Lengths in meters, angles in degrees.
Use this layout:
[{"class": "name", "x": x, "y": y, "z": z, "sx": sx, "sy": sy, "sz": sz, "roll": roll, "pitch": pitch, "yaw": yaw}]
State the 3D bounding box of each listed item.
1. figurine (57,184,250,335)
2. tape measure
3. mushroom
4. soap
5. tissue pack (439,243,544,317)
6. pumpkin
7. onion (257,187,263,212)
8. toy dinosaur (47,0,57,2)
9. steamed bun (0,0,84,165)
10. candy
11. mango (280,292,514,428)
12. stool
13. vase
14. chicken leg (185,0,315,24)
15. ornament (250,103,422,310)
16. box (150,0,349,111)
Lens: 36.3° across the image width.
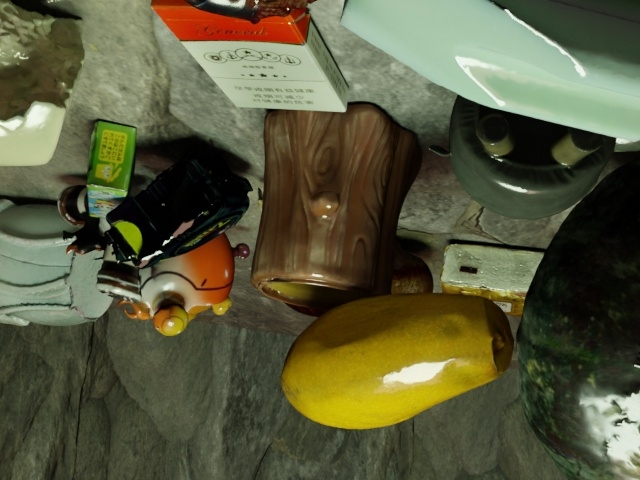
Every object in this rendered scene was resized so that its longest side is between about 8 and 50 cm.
[{"class": "figurine", "x": -0.272, "y": 0.024, "z": 1.663, "sx": 0.196, "sy": 0.320, "sz": 0.323, "roll": -42, "pitch": 146, "yaw": 12}, {"class": "tape measure", "x": -0.198, "y": -0.045, "z": 1.404, "sx": 0.199, "sy": 0.112, "sz": 0.186, "roll": -32, "pitch": 173, "yaw": 15}, {"class": "mushroom", "x": 0.051, "y": 0.067, "z": 1.717, "sx": 0.297, "sy": 0.163, "sz": 0.278, "roll": 7, "pitch": 167, "yaw": 16}, {"class": "soap", "x": 0.184, "y": -0.168, "z": 0.607, "sx": 0.323, "sy": 0.193, "sz": 0.109, "roll": 11, "pitch": 166, "yaw": -9}, {"class": "tissue pack", "x": 0.309, "y": 0.074, "z": 1.734, "sx": 0.183, "sy": 0.092, "sz": 0.226, "roll": 7, "pitch": 164, "yaw": 11}, {"class": "pumpkin", "x": 0.433, "y": 0.106, "z": 1.065, "sx": 0.454, "sy": 0.454, "sz": 0.344, "roll": 14, "pitch": -164, "yaw": -21}, {"class": "onion", "x": 0.012, "y": 0.003, "z": 1.464, "sx": 0.207, "sy": 0.201, "sz": 0.200, "roll": -9, "pitch": 158, "yaw": 37}, {"class": "toy dinosaur", "x": -0.270, "y": -0.256, "z": 0.890, "sx": 0.220, "sy": 0.032, "sz": 0.108, "roll": 13, "pitch": 169, "yaw": -7}, {"class": "steamed bun", "x": -0.350, "y": -0.170, "z": 0.973, "sx": 0.225, "sy": 0.200, "sz": 0.170, "roll": 1, "pitch": -167, "yaw": -18}, {"class": "candy", "x": -0.304, "y": -0.097, "z": 1.421, "sx": 0.062, "sy": 0.097, "sz": 0.194, "roll": 8, "pitch": 167, "yaw": -10}, {"class": "mango", "x": 0.072, "y": 0.137, "z": 1.128, "sx": 0.187, "sy": 0.144, "sz": 0.359, "roll": 3, "pitch": 162, "yaw": -28}, {"class": "stool", "x": 0.220, "y": -0.123, "z": 0.922, "sx": 0.228, "sy": 0.153, "sz": 0.139, "roll": -33, "pitch": 164, "yaw": -7}, {"class": "vase", "x": -0.615, "y": 0.031, "z": 1.892, "sx": 0.445, "sy": 0.250, "sz": 0.250, "roll": 8, "pitch": 167, "yaw": 20}, {"class": "chicken leg", "x": -0.128, "y": -0.251, "z": 0.746, "sx": 0.322, "sy": 0.083, "sz": 0.177, "roll": 13, "pitch": 157, "yaw": -24}, {"class": "ornament", "x": 0.017, "y": -0.031, "z": 1.217, "sx": 0.221, "sy": 0.218, "sz": 0.235, "roll": 16, "pitch": 163, "yaw": -28}, {"class": "box", "x": -0.063, "y": -0.193, "z": 0.999, "sx": 0.139, "sy": 0.035, "sz": 0.245, "roll": 5, "pitch": 166, "yaw": 18}]
